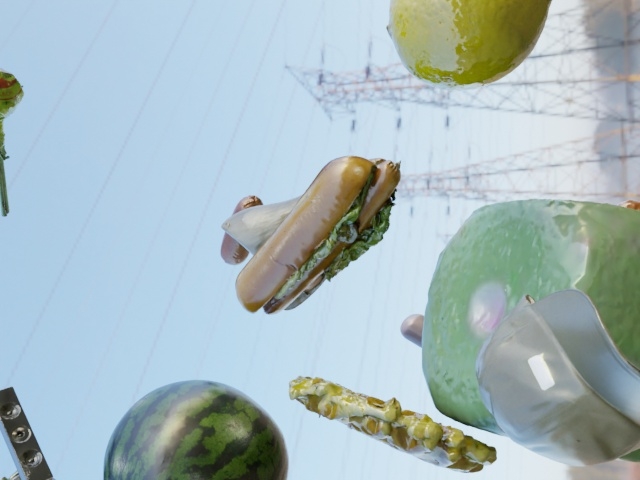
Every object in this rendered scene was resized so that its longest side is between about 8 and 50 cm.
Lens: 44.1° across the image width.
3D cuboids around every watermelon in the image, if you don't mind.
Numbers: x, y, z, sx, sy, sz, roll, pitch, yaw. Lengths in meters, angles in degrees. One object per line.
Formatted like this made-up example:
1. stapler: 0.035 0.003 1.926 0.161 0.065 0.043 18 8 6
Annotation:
1. watermelon: -0.201 0.367 1.268 0.285 0.285 0.285 -1 -90 -66

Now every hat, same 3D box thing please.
1. hat: 0.200 0.126 0.642 0.166 0.144 0.173 48 -170 14

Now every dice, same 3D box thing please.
1. dice: 0.357 0.128 1.110 0.330 0.322 0.318 16 -99 -26

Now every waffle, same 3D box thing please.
1. waffle: 0.106 0.271 1.165 0.302 0.325 0.068 40 -109 -57

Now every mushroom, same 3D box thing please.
1. mushroom: -0.059 -0.032 1.439 0.096 0.247 0.108 43 -151 -51

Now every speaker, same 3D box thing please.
1. speaker: -0.498 0.333 1.313 0.040 0.191 0.046 -17 -37 -33

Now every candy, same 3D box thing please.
1. candy: -0.499 -0.147 1.222 0.073 0.077 0.262 -66 -10 -52

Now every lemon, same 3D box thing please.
1. lemon: 0.177 -0.269 0.937 0.178 0.203 0.178 -9 -90 -68

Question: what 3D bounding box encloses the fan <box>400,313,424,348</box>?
1. fan: 0.254 0.207 1.419 0.130 0.244 0.074 -24 -40 -62

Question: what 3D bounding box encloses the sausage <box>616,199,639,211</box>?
1. sausage: 0.532 0.020 1.321 0.089 0.089 0.179 -24 -83 -64

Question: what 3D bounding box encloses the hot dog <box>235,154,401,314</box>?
1. hot dog: 0.000 0.000 1.149 0.135 0.337 0.100 6 -134 -44

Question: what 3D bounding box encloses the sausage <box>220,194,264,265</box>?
1. sausage: -0.184 -0.024 1.859 0.197 0.076 0.076 -64 -5 37

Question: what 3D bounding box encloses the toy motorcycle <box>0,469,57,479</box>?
1. toy motorcycle: -0.517 0.516 1.498 0.127 0.205 0.275 -47 -14 -32
